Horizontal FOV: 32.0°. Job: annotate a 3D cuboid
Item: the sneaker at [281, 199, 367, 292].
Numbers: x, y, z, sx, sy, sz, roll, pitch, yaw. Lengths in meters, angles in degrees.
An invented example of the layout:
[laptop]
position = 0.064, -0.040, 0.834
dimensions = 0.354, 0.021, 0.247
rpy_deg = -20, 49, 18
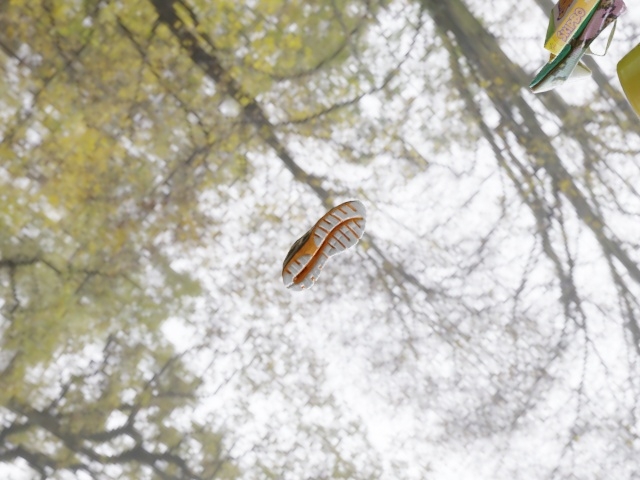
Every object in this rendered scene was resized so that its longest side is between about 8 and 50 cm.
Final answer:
[sneaker]
position = 0.000, 0.000, 2.128
dimensions = 0.215, 0.084, 0.083
rpy_deg = -44, -158, 3

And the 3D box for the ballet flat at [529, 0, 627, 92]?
[ballet flat]
position = 0.465, -0.338, 1.981
dimensions = 0.221, 0.079, 0.077
rpy_deg = -55, -172, 16

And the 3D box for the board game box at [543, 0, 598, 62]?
[board game box]
position = 0.431, -0.410, 1.784
dimensions = 0.259, 0.039, 0.124
rpy_deg = -61, -175, 44

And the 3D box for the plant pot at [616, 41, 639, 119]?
[plant pot]
position = 0.636, -0.291, 1.854
dimensions = 0.239, 0.254, 0.254
rpy_deg = -31, -145, 31
